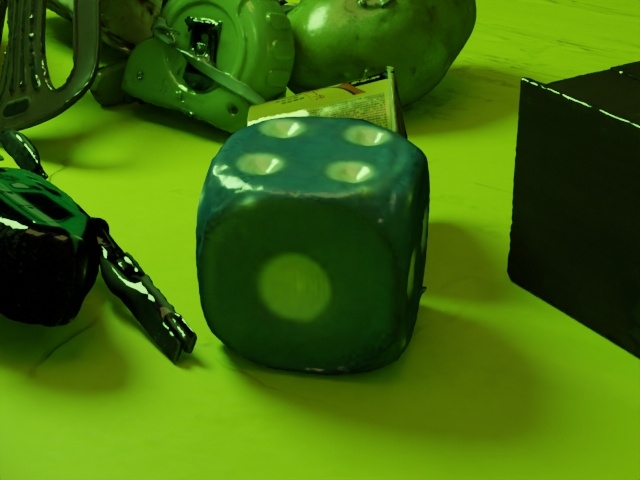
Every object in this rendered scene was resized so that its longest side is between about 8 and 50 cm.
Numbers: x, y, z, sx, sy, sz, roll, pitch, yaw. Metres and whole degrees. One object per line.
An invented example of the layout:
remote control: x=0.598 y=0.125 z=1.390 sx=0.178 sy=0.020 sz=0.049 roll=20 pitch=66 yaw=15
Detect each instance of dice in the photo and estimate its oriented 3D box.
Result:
dice: x=0.000 y=0.000 z=0.939 sx=0.146 sy=0.143 sz=0.146 roll=6 pitch=26 yaw=11

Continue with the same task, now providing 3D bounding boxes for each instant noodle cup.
instant noodle cup: x=0.010 y=-0.056 z=1.078 sx=0.122 sy=0.151 sz=0.151 roll=-9 pitch=25 yaw=6

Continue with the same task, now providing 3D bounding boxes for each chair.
chair: x=-0.232 y=-0.259 z=1.333 sx=0.176 sy=0.326 sz=0.183 roll=-6 pitch=-6 yaw=42

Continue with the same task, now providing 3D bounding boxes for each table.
table: x=0.269 y=-0.039 z=1.000 sx=0.193 sy=0.172 sz=0.169 roll=-14 pitch=29 yaw=-29

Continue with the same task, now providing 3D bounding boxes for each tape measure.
tape measure: x=-0.099 y=-0.180 z=1.314 sx=0.177 sy=0.154 sz=0.087 roll=23 pitch=12 yaw=29

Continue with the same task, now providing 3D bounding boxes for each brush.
brush: x=-0.091 y=-0.199 z=1.447 sx=0.337 sy=0.085 sz=0.020 roll=-21 pitch=39 yaw=-28

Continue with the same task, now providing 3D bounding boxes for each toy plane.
toy plane: x=-0.241 y=-0.018 z=1.017 sx=0.155 sy=0.106 sz=0.382 roll=3 pitch=17 yaw=-39

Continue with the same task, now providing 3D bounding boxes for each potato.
potato: x=0.057 y=-0.215 z=1.401 sx=0.253 sy=0.148 sz=0.186 roll=-31 pitch=24 yaw=-36

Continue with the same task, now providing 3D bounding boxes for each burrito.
burrito: x=-0.240 y=-0.276 z=1.535 sx=0.348 sy=0.107 sz=0.175 roll=30 pitch=17 yaw=39
